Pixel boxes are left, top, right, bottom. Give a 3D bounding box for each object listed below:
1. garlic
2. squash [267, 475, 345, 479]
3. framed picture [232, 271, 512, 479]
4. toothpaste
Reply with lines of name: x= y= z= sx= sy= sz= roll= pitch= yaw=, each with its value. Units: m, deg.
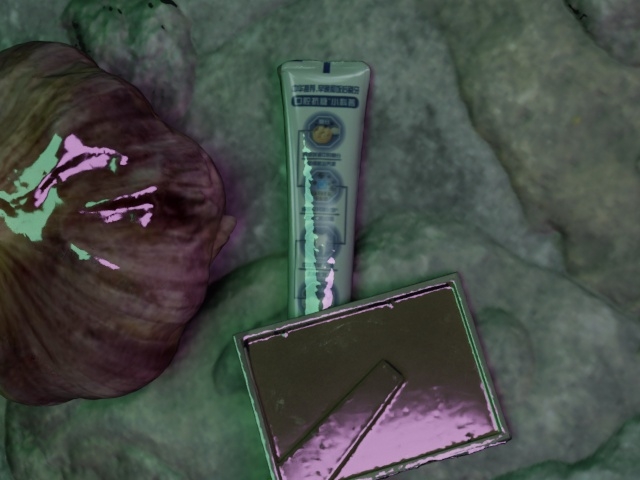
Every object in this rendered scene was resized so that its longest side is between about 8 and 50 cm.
garlic: x=-0.184 y=-0.011 z=0.619 sx=0.244 sy=0.160 sz=0.245 roll=-1 pitch=87 yaw=19
squash: x=0.049 y=0.219 z=0.578 sx=0.077 sy=0.068 sz=0.219 roll=-44 pitch=75 yaw=2
framed picture: x=0.031 y=0.090 z=0.583 sx=0.149 sy=0.011 sz=0.109 roll=-15 pitch=78 yaw=-7
toothpaste: x=0.000 y=0.000 z=0.618 sx=0.062 sy=0.039 sz=0.239 roll=1 pitch=87 yaw=5
